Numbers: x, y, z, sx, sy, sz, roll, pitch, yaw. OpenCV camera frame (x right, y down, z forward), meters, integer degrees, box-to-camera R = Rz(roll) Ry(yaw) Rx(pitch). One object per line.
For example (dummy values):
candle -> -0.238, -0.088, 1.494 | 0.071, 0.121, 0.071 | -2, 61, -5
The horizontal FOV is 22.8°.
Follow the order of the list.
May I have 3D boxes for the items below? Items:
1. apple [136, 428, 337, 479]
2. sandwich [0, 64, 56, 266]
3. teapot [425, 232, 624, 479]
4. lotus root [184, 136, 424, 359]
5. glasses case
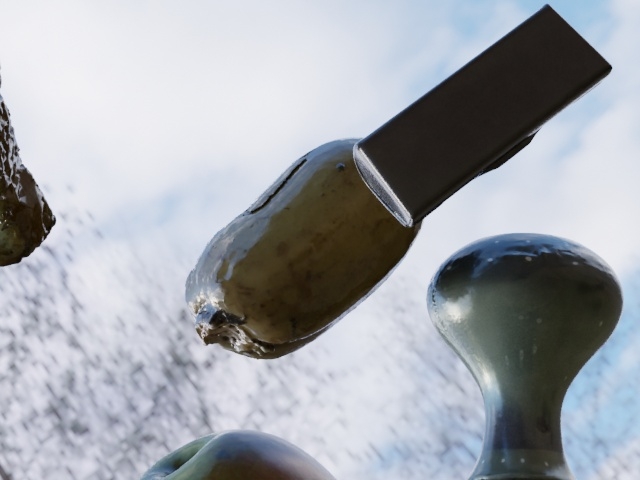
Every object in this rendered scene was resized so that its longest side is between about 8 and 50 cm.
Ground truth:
apple -> -0.115, 0.416, 2.161 | 0.339, 0.339, 0.340 | -26, -37, -22
sandwich -> -0.337, -0.099, 1.227 | 0.226, 0.087, 0.251 | 1, -48, 9
teapot -> 0.186, 0.126, 1.461 | 0.183, 0.251, 0.183 | 3, -16, 1
lotus root -> 0.000, 0.000, 1.464 | 0.284, 0.160, 0.146 | -46, -75, -22
glasses case -> 0.115, -0.089, 1.129 | 0.190, 0.072, 0.042 | -37, -20, -15
